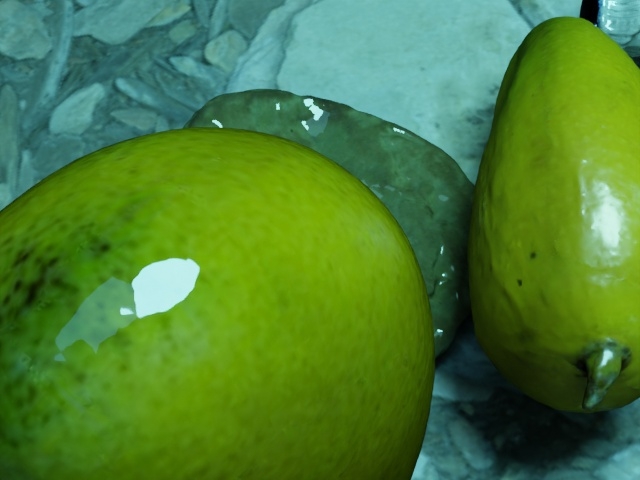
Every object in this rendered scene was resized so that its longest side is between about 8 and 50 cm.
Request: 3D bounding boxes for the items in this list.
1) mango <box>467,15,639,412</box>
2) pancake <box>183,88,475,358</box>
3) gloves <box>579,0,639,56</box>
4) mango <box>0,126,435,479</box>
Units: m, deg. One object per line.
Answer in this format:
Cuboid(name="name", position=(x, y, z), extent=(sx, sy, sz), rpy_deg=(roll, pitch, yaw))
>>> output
Cuboid(name="mango", position=(0.147, -0.023, 0.733), extent=(0.119, 0.176, 0.316), rpy_deg=(2, 47, 5))
Cuboid(name="pancake", position=(0.000, 0.000, 0.807), extent=(0.242, 0.050, 0.242), rpy_deg=(4, 58, -7))
Cuboid(name="gloves", position=(0.297, -0.163, 0.881), extent=(0.229, 0.097, 0.119), rpy_deg=(-10, 8, 6))
Cuboid(name="mango", position=(-0.070, 0.077, 0.554), extent=(0.264, 0.378, 0.221), rpy_deg=(-38, 77, -14))
